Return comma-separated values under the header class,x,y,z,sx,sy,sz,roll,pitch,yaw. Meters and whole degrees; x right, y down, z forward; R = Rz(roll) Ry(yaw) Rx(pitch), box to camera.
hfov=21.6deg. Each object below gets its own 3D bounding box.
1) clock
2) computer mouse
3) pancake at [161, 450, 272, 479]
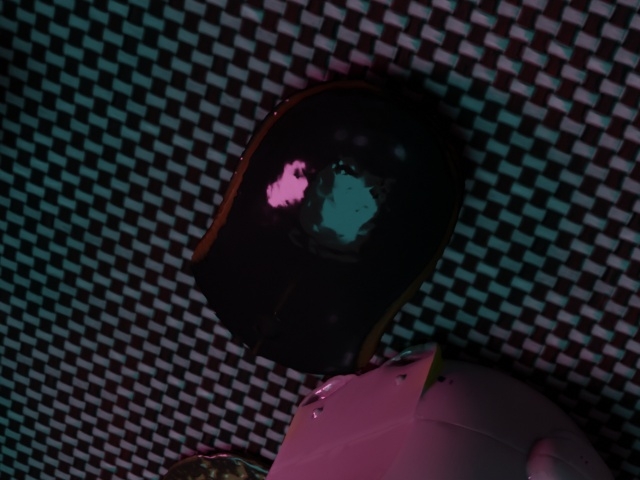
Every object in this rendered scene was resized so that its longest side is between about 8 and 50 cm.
class,x,y,z,sx,sy,sz,roll,pitch,yaw
clock,0.124,0.313,1.488,0.368,0.250,0.376,-26,114,38
computer mouse,-0.002,0.003,1.378,0.183,0.116,0.323,32,135,3
pancake,-0.078,0.280,1.714,0.191,0.020,0.184,11,131,18
